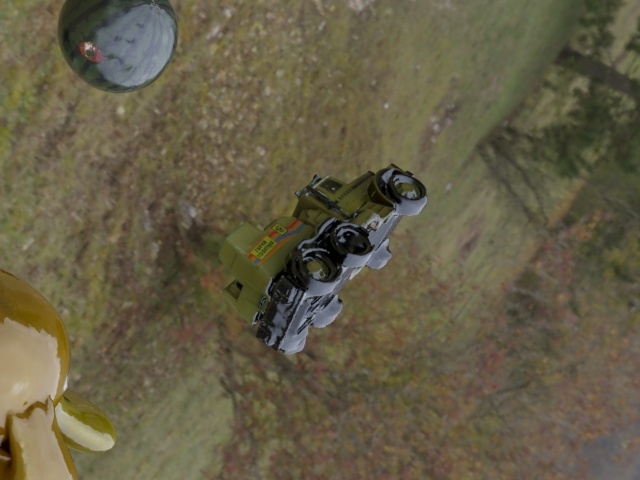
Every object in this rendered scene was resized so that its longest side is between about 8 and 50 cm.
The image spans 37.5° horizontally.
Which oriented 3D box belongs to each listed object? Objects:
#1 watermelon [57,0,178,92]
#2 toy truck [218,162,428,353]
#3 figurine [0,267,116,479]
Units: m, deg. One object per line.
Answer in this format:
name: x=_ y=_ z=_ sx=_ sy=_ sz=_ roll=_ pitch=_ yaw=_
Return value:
watermelon: x=-0.354 y=-0.360 z=1.645 sx=0.212 sy=0.212 sz=0.212 roll=-44 pitch=158 yaw=-23
toy truck: x=0.005 y=0.002 z=1.022 sx=0.257 sy=0.127 sz=0.127 roll=-37 pitch=159 yaw=-44
figurine: x=-0.236 y=0.134 z=0.583 sx=0.228 sy=0.215 sz=0.215 roll=-52 pitch=160 yaw=-18
